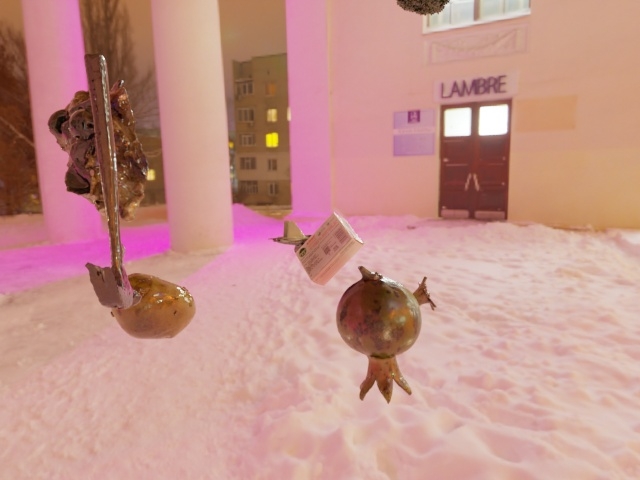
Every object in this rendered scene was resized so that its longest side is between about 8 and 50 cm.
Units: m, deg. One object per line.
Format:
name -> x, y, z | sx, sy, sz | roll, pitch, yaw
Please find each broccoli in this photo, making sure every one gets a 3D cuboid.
broccoli -> 0.245, -0.665, 1.177 | 0.219, 0.194, 0.194 | 34, -5, -21

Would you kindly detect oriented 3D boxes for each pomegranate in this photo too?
pomegranate -> 0.226, 0.187, 1.342 | 0.169, 0.149, 0.148 | -15, 11, -11
pomegranate -> 0.092, 0.164, 0.836 | 0.156, 0.221, 0.156 | 13, -9, 2

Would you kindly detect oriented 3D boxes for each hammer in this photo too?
hammer -> -0.243, -0.070, 0.557 | 0.026, 0.298, 0.125 | -7, -7, -6

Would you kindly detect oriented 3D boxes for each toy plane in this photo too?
toy plane -> -0.002, 0.011, 1.299 | 0.261, 0.088, 0.192 | 13, -2, -22

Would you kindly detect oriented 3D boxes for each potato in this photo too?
potato -> -0.344, 0.140, 1.005 | 0.175, 0.137, 0.137 | 21, -1, -25

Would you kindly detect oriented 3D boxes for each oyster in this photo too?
oyster -> -0.477, -0.172, 1.012 | 0.221, 0.362, 0.096 | -33, -23, 28

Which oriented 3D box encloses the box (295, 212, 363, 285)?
box -> 0.016, 0.018, 0.990 | 0.043, 0.125, 0.089 | 29, 21, -44
